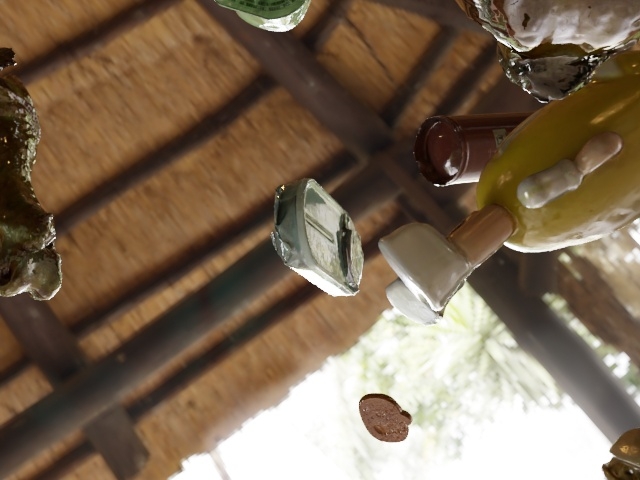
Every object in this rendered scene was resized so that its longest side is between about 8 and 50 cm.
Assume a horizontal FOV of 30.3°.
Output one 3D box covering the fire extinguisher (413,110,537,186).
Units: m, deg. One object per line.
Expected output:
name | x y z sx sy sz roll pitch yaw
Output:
fire extinguisher | 0.313 -0.134 1.824 0.337 0.147 0.106 -7 -40 -35

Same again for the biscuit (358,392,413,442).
biscuit | 0.096 0.254 1.694 0.015 0.078 0.091 -61 -40 -49

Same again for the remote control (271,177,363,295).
remote control | 0.000 0.000 1.341 0.052 0.104 0.247 -7 -16 15

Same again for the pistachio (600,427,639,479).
pistachio | 0.441 0.313 1.577 0.124 0.124 0.185 -44 -6 9

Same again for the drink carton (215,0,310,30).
drink carton | -0.070 -0.348 1.570 0.142 0.146 0.144 71 -142 -83

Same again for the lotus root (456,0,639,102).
lotus root | 0.152 -0.271 0.708 0.179 0.196 0.397 -74 -15 -52

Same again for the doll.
doll | 0.240 -0.050 1.292 0.423 0.161 0.348 -35 -2 -32

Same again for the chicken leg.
chicken leg | -0.358 -0.102 1.292 0.140 0.361 0.211 -10 -59 -37
